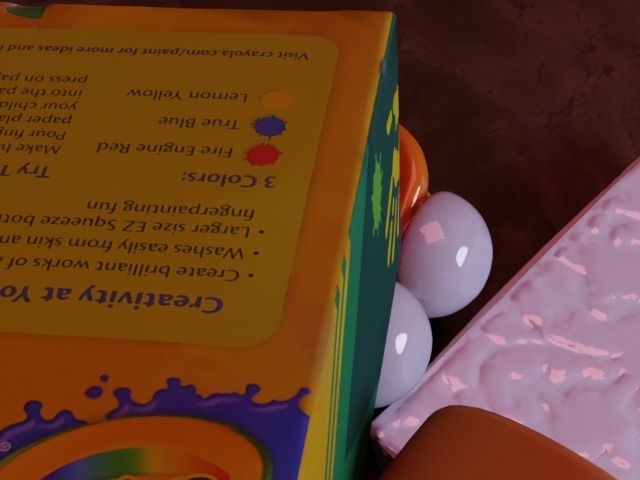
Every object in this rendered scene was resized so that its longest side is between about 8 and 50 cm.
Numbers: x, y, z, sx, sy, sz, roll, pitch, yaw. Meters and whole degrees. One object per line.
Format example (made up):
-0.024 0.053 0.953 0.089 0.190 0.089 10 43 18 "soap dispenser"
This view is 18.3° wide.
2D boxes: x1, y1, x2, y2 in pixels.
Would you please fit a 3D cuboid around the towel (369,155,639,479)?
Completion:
0.243 0.122 1.159 0.332 0.053 0.317 37 57 18 "towel"

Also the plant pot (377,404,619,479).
0.092 0.247 0.915 0.291 0.291 0.203 40 73 19 "plant pot"

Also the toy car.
0.000 0.000 1.137 0.159 0.136 0.182 15 50 29 "toy car"

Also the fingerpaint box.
-0.201 0.056 0.910 0.444 0.163 0.371 2 41 8 "fingerpaint box"
